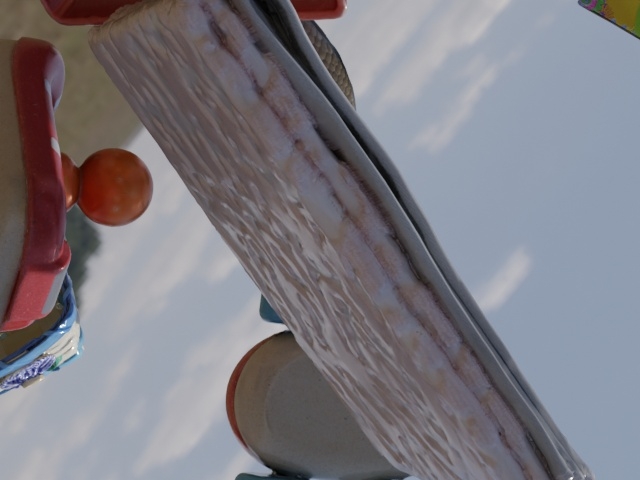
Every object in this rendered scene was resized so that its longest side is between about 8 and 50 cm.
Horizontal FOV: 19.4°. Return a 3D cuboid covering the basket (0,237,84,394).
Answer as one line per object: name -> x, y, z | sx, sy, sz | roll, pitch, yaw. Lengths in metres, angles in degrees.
basket -> -0.338, 0.042, 1.686 | 0.255, 0.201, 0.289 | -27, 150, -1

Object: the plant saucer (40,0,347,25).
plant saucer -> -0.118, -0.250, 1.129 | 0.258, 0.259, 0.048 | 4, -137, 39

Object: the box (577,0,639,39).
box -> 0.439, -0.246, 1.900 | 0.177, 0.290, 0.279 | -60, 173, 15

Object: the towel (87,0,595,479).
towel -> 0.000, 0.000, 1.038 | 0.053, 0.332, 0.317 | -36, -170, -11

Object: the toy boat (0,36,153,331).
toy boat -> -0.198, -0.044, 1.393 | 0.151, 0.151, 0.231 | 116, -31, -44

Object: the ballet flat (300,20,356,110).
ballet flat -> -0.011, -0.061, 1.237 | 0.084, 0.250, 0.058 | 2, -140, 39

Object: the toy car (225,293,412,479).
toy car -> -0.007, 0.155, 1.783 | 0.238, 0.210, 0.219 | 174, -76, -71
